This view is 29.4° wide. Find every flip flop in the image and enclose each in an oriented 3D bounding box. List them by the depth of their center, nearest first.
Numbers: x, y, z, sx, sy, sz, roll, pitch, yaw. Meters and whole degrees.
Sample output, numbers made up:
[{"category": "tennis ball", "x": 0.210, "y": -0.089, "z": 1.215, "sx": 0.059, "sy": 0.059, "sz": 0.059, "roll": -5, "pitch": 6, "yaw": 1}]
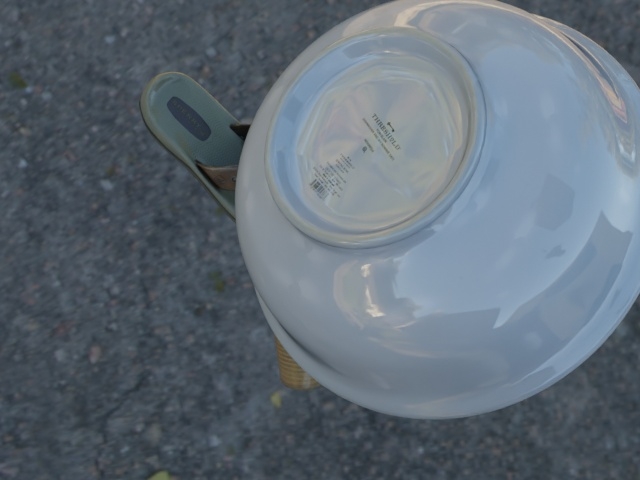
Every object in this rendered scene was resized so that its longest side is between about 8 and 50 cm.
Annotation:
[{"category": "flip flop", "x": -0.090, "y": -0.099, "z": 1.433, "sx": 0.277, "sy": 0.080, "sz": 0.112, "roll": 43, "pitch": 61, "yaw": -10}]

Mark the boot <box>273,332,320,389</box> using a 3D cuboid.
[{"category": "boot", "x": -0.001, "y": 0.000, "z": 1.282, "sx": 0.295, "sy": 0.104, "sz": 0.211, "roll": -71, "pitch": 161, "yaw": -66}]

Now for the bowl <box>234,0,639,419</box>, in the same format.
[{"category": "bowl", "x": 0.057, "y": -0.044, "z": 0.775, "sx": 0.134, "sy": 0.298, "sz": 0.297, "roll": 37, "pitch": 54, "yaw": -57}]
